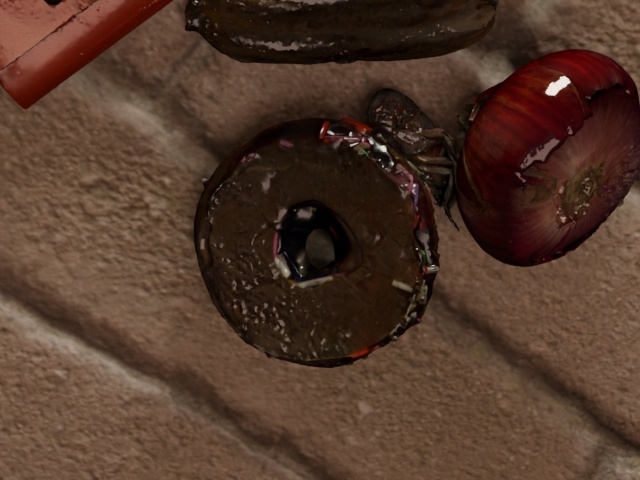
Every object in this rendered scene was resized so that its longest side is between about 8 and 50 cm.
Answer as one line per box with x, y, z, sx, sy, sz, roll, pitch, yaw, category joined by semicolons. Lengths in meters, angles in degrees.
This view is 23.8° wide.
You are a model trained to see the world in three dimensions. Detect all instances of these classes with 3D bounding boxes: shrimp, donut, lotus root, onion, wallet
0.105;-0.080;1.607;0.073;0.075;0.190;-47;128;-24;shrimp
0.000;0.000;1.556;0.270;0.103;0.269;3;101;15;donut
0.029;-0.242;1.504;0.329;0.078;0.167;-8;116;-8;lotus root
0.235;-0.089;1.573;0.248;0.161;0.248;-18;140;-16;onion
-0.251;-0.235;1.464;0.204;0.045;0.142;-35;118;6;wallet

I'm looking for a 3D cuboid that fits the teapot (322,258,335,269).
0.031;0.066;1.665;0.121;0.076;0.068;-18;132;29;teapot
